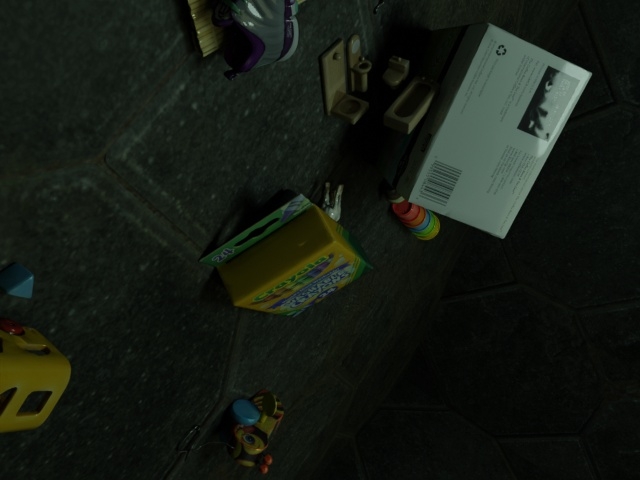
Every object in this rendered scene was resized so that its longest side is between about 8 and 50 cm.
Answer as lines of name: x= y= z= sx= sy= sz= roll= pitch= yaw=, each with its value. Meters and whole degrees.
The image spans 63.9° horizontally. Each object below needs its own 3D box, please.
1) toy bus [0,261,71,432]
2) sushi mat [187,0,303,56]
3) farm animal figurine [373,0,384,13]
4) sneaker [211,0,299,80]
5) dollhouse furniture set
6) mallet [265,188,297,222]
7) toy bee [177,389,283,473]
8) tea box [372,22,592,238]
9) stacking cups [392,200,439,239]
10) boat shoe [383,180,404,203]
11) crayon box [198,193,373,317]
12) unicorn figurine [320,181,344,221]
toy bus: x=-0.345 y=0.135 z=0.489 sx=0.202 sy=0.104 sz=0.190 roll=-38 pitch=149 yaw=-42
sushi mat: x=-0.050 y=-0.352 z=0.619 sx=0.316 sy=0.019 sz=0.151 roll=-44 pitch=152 yaw=-33
farm animal figurine: x=0.143 y=-0.470 z=0.554 sx=0.330 sy=0.173 sz=0.326 roll=155 pitch=-59 yaw=-76
sneaker: x=-0.073 y=-0.276 z=0.538 sx=0.098 sy=0.083 sz=0.223 roll=-41 pitch=150 yaw=-28
dollhouse furniture set: x=0.106 y=-0.276 z=0.865 sx=0.144 sy=0.151 sz=0.123 roll=-52 pitch=156 yaw=-24
mallet: x=-0.066 y=-0.024 z=0.971 sx=0.062 sy=0.039 sz=0.189 roll=-52 pitch=161 yaw=-24
toy bee: x=-0.164 y=0.463 z=1.187 sx=0.298 sy=0.162 sz=0.195 roll=-34 pitch=148 yaw=-46
tea box: x=0.292 y=-0.230 z=1.039 sx=0.323 sy=0.220 sz=0.328 roll=-106 pitch=-143 yaw=-70
stacking cups: x=0.293 y=-0.080 z=1.577 sx=0.096 sy=0.096 sz=0.316 roll=-60 pitch=154 yaw=0
boat shoe: x=0.240 y=-0.196 z=1.329 sx=0.223 sy=0.080 sz=0.073 roll=-53 pitch=162 yaw=-4
crayon box: x=-0.042 y=0.046 z=0.928 sx=0.203 sy=0.083 sz=0.323 roll=-32 pitch=159 yaw=10
unicorn figurine: x=0.014 y=-0.060 z=1.019 sx=0.162 sy=0.060 sz=0.111 roll=-7 pitch=108 yaw=-65
